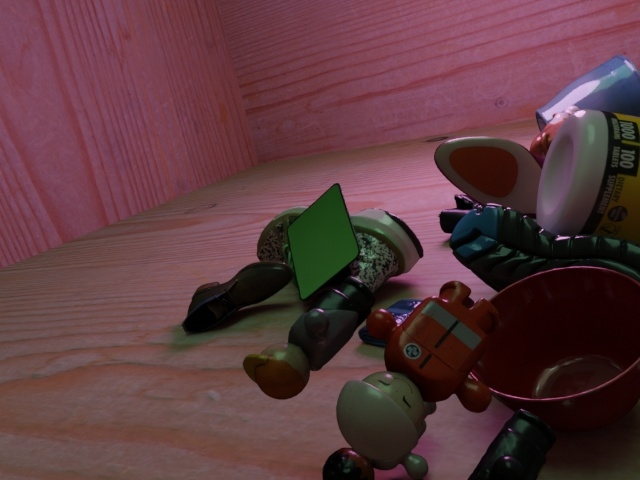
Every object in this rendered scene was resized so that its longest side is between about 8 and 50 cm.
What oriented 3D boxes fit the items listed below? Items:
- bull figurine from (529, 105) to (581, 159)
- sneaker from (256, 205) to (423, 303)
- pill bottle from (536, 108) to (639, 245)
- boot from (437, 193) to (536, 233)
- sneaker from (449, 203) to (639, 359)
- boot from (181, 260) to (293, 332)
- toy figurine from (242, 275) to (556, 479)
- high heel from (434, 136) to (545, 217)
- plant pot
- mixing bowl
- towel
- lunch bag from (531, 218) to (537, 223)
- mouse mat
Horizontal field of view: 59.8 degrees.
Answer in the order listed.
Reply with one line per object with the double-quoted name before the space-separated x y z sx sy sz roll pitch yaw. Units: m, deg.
"bull figurine" 0.591 -0.220 1.375 0.101 0.188 0.310 1 20 40
"sneaker" -0.014 0.038 1.074 0.410 0.158 0.182 -4 34 47
"pill bottle" 0.487 -0.059 0.749 0.334 0.187 0.188 11 18 6
"boot" 0.398 -0.074 1.183 0.247 0.094 0.207 -28 24 -28
"sneaker" 0.326 0.057 0.696 0.125 0.140 0.341 -53 42 2
"boot" -0.153 0.110 1.020 0.219 0.082 0.106 -22 21 21
"toy figurine" 0.059 0.146 0.461 0.148 0.213 0.210 -42 25 -29
"high heel" 0.392 -0.101 1.043 0.377 0.127 0.181 23 11 5
"plant pot" 0.777 -0.349 1.600 0.255 0.271 0.271 -24 12 15
"mixing bowl" 0.246 0.119 0.553 0.182 0.098 0.181 -28 24 13
"towel" 0.115 0.120 0.841 0.067 0.029 0.119 1 20 44
"lunch bag" 0.372 0.009 0.901 0.151 0.096 0.129 -33 23 -28
"mouse mat" 0.000 0.000 1.004 0.153 0.007 0.189 -41 43 27
